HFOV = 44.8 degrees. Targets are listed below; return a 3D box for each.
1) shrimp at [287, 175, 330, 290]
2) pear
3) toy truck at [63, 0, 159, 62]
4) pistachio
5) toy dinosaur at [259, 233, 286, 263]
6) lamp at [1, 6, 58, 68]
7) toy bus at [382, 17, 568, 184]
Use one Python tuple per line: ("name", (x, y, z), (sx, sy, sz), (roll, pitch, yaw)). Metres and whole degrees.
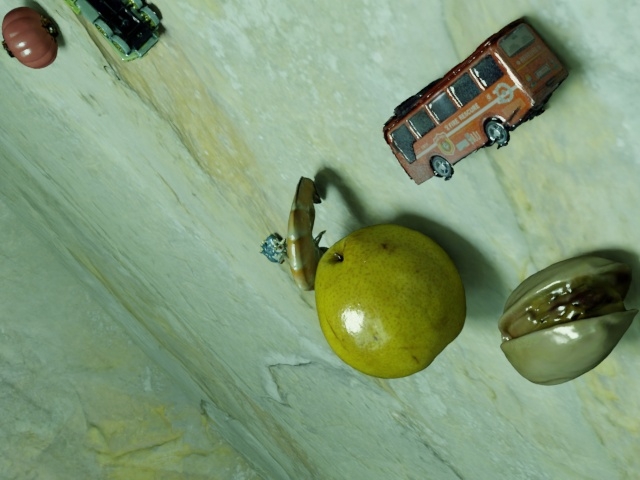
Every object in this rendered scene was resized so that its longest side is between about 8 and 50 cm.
("shrimp", (0.000, 0.000, 1.168), (0.058, 0.169, 0.296), (0, 170, 14))
("pear", (0.088, 0.075, 1.043), (0.208, 0.209, 0.209), (33, 153, 19))
("toy truck", (-0.309, -0.330, 1.122), (0.169, 0.077, 0.100), (42, 169, -7))
("pistachio", (0.281, 0.092, 0.884), (0.206, 0.131, 0.130), (127, 136, -61))
("toy dinosaur", (-0.082, 0.018, 1.388), (0.047, 0.030, 0.083), (39, 155, 11))
("lamp", (-0.503, -0.351, 1.346), (0.108, 0.092, 0.107), (64, -177, -5))
("toy bus", (0.148, -0.130, 0.791), (0.096, 0.073, 0.235), (54, 153, -3))
